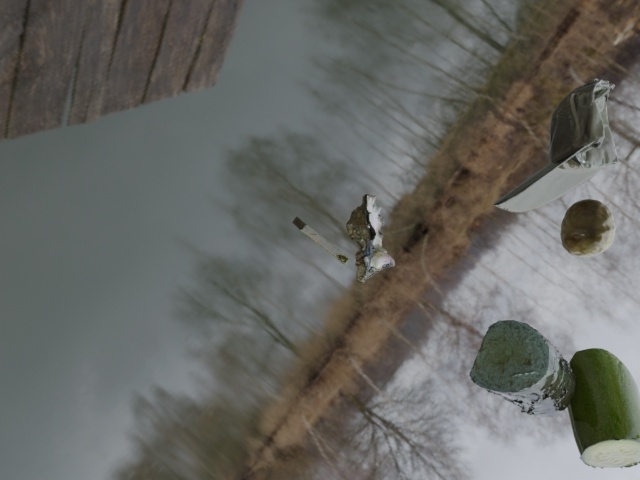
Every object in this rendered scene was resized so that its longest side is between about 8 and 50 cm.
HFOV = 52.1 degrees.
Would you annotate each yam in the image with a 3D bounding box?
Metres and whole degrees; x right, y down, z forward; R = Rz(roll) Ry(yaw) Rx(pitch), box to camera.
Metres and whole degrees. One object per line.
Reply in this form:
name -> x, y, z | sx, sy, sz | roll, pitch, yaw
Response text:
yam -> 0.538, 0.344, 1.683 | 0.271, 0.201, 0.202 | 44, 67, -48

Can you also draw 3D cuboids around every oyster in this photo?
oyster -> 0.130, -0.001, 1.680 | 0.092, 0.260, 0.198 | -15, 139, 16

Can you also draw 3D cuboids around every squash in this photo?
squash -> 0.744, 0.440, 1.715 | 0.189, 0.189, 0.260 | 116, -18, -46

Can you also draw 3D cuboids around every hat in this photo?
hat -> 0.393, -0.157, 1.107 | 0.244, 0.149, 0.214 | -21, 165, 25

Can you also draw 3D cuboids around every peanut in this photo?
peanut -> 0.666, -0.030, 1.632 | 0.140, 0.109, 0.159 | -15, -136, 46

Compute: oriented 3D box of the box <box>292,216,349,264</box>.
box -> 0.000, 0.000, 2.112 | 0.030, 0.193, 0.121 | -50, -159, 1
